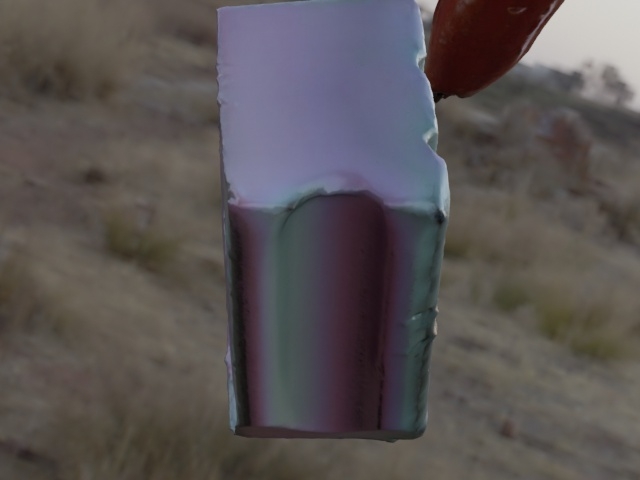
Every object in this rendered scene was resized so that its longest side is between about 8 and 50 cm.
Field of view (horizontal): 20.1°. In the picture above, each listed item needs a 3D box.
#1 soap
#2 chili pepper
[{"bbox_3d":[0.000,0.000,0.498,0.056,0.100,0.149,-1,-37,-2],"label":"soap"},{"bbox_3d":[0.088,-0.126,0.787,0.065,0.169,0.088,32,32,3],"label":"chili pepper"}]
